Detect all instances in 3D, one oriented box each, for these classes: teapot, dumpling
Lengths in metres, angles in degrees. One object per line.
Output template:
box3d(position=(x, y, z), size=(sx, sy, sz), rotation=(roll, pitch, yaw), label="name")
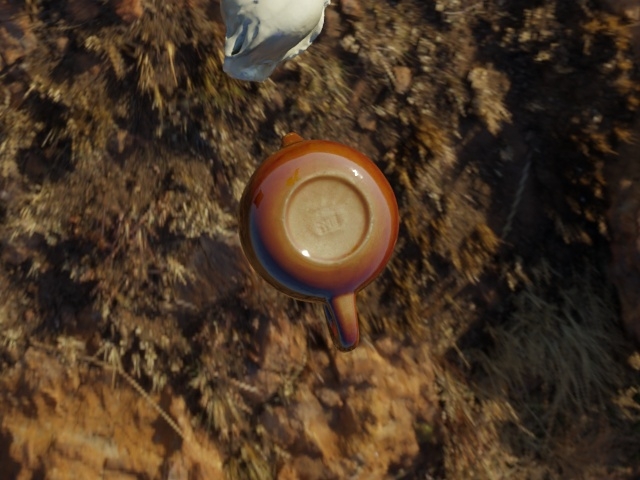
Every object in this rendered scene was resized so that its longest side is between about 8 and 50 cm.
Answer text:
box3d(position=(0.000, 0.000, 1.120), size=(0.178, 0.135, 0.252), rotation=(-13, 91, -9), label="teapot")
box3d(position=(-0.047, -0.254, 1.119), size=(0.108, 0.127, 0.188), rotation=(27, 84, 23), label="dumpling")
